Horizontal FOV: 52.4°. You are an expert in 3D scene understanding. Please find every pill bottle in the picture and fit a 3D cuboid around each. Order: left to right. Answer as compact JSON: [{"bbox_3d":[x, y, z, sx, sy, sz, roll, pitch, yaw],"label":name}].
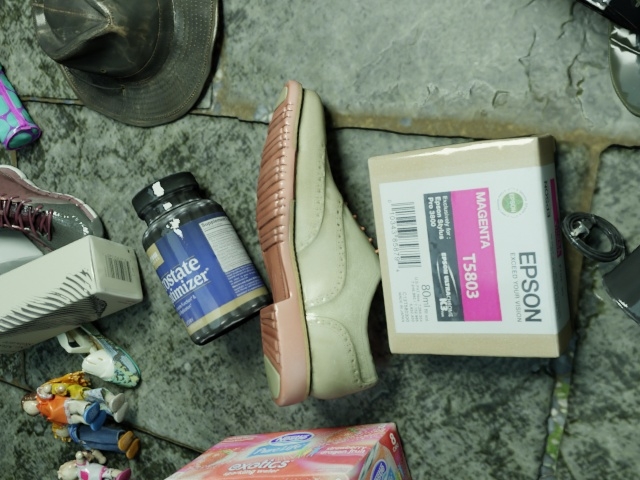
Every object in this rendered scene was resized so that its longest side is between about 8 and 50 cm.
[{"bbox_3d":[-0.167,0.022,0.893,0.123,0.123,0.219,-33,83,29],"label":"pill bottle"}]

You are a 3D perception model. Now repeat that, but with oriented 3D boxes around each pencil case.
[{"bbox_3d":[-0.524,-0.225,1.072,0.151,0.064,0.070,57,135,7],"label":"pencil case"}]

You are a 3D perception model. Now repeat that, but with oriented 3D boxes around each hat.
[{"bbox_3d":[-0.303,-0.314,0.899,0.331,0.134,0.331,5,101,27],"label":"hat"}]

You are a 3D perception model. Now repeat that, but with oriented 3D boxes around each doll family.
[{"bbox_3d":[-0.391,0.307,1.085,0.163,0.118,0.263,5,125,20],"label":"doll family"}]

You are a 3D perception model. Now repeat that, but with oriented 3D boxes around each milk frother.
[{"bbox_3d":[0.324,-0.009,0.621,0.143,0.129,0.135,40,119,9],"label":"milk frother"}]

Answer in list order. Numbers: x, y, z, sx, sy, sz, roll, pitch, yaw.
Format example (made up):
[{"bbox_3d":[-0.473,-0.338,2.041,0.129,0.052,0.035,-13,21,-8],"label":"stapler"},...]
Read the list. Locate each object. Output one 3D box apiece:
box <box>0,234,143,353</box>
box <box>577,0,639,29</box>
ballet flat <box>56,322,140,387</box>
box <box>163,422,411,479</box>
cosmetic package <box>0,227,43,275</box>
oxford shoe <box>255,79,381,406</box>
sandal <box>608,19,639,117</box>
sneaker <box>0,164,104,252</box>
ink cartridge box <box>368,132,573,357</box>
[{"bbox_3d":[-0.422,0.089,1.009,0.275,0.113,0.094,-23,70,19],"label":"box"},{"bbox_3d":[0.207,-0.425,0.575,0.395,0.097,0.318,46,120,31],"label":"box"},{"bbox_3d":[-0.380,0.183,1.071,0.188,0.070,0.070,37,114,17],"label":"ballet flat"},{"bbox_3d":[-0.039,0.347,0.870,0.300,0.154,0.142,-15,92,31],"label":"box"},{"bbox_3d":[-0.613,0.036,1.118,0.184,0.151,0.151,41,115,17],"label":"cosmetic package"},{"bbox_3d":[0.000,0.000,0.819,0.146,0.140,0.397,-1,89,-15],"label":"oxford shoe"},{"bbox_3d":[0.324,-0.262,0.598,0.120,0.086,0.302,10,103,41],"label":"sandal"},{"bbox_3d":[-0.493,-0.033,1.034,0.281,0.162,0.106,24,110,23],"label":"sneaker"},{"bbox_3d":[0.167,0.008,0.733,0.193,0.088,0.234,-5,96,30],"label":"ink cartridge box"}]
